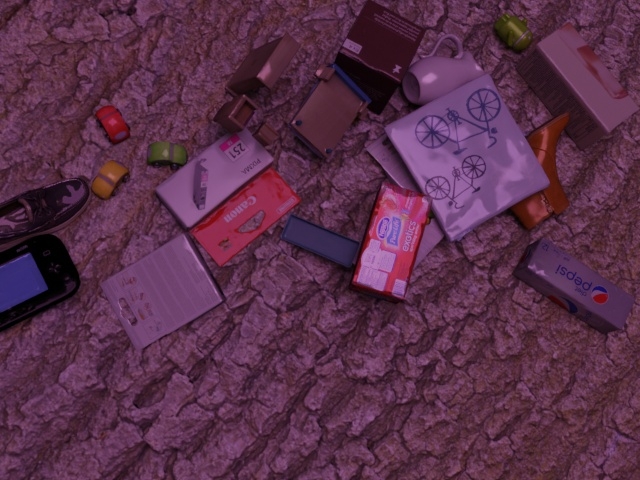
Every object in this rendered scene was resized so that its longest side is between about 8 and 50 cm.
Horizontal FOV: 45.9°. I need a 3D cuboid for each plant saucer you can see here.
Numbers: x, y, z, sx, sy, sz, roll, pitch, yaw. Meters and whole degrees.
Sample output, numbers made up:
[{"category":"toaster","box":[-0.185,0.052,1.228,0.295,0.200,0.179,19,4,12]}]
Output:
[{"category":"plant saucer","box":[0.000,0.000,1.823,0.192,0.018,0.067,23,90,17]}]

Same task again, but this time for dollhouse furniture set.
[{"category":"dollhouse furniture set","box":[-0.077,-0.308,1.876,0.303,0.198,0.286,39,74,-24]}]

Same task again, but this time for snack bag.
[{"category":"snack bag","box":[0.374,-0.210,1.887,0.323,0.037,0.342,-30,87,-11]}]

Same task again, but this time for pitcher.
[{"category":"pitcher","box":[0.309,-0.445,1.970,0.207,0.125,0.177,-20,78,-24]}]

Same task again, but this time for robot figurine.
[{"category":"robot figurine","box":[0.530,-0.566,2.063,0.115,0.067,0.101,46,50,3]}]

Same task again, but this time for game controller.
[{"category":"game controller","box":[-0.706,0.111,1.682,0.319,0.067,0.166,-27,83,-16]}]

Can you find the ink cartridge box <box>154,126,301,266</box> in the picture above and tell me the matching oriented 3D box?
[{"category":"ink cartridge box","box":[-0.218,-0.112,1.827,0.275,0.060,0.239,-41,85,-16]}]

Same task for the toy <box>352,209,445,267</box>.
[{"category":"toy","box":[0.193,0.010,1.870,0.137,0.056,0.237,43,80,4]}]

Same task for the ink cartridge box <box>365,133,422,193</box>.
[{"category":"ink cartridge box","box":[0.223,-0.204,1.942,0.145,0.045,0.179,-39,77,-16]}]

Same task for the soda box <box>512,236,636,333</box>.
[{"category":"soda box","box":[0.638,0.116,1.906,0.286,0.091,0.098,33,72,-1]}]

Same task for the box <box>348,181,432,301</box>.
[{"category":"box","box":[0.163,0.008,1.776,0.128,0.122,0.256,17,80,0]}]

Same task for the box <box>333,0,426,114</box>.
[{"category":"box","box":[0.134,-0.454,1.896,0.168,0.203,0.167,28,73,-3]}]

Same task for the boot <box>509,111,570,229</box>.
[{"category":"boot","box":[0.590,-0.179,1.973,0.295,0.104,0.211,-39,91,-11]}]

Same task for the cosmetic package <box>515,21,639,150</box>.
[{"category":"cosmetic package","box":[0.679,-0.407,2.009,0.129,0.153,0.296,-35,86,-15]}]

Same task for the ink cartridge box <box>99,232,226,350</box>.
[{"category":"ink cartridge box","box":[-0.364,0.119,1.761,0.232,0.066,0.189,-32,84,6]}]

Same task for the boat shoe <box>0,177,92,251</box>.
[{"category":"boat shoe","box":[-0.657,-0.063,1.718,0.285,0.092,0.103,-27,81,-16]}]

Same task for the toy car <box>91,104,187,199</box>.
[{"category":"toy car","box":[-0.433,-0.215,1.815,0.225,0.053,0.239,2,77,-9]}]
